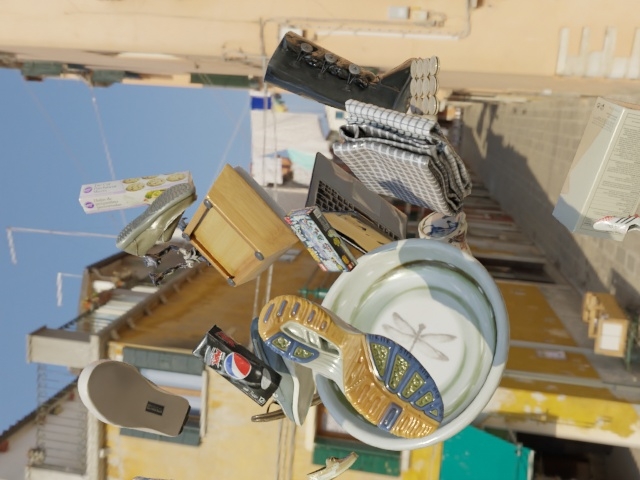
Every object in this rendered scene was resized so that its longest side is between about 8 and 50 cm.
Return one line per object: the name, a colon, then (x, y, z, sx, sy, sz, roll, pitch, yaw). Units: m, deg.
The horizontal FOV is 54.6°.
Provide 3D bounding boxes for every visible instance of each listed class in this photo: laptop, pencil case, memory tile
laptop: (0.175, -0.070, 1.724, 0.236, 0.382, 0.408, -35, 32, 38)
pencil case: (0.470, 0.085, 2.161, 0.160, 0.183, 0.410, -72, -35, -52)
memory tile: (0.209, -0.308, 1.243, 0.148, 0.012, 0.113, -133, 41, -74)

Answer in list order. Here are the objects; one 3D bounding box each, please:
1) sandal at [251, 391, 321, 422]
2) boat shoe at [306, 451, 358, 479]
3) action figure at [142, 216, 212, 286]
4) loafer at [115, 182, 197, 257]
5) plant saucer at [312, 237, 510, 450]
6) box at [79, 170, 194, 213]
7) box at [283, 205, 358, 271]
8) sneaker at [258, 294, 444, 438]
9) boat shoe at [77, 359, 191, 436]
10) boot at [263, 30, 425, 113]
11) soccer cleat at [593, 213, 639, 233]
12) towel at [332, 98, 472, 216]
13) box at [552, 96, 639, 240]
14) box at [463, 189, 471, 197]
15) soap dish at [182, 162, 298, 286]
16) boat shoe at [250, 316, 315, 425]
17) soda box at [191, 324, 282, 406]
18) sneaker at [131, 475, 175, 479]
sandal: (-0.081, 0.424, 1.625, 0.090, 0.219, 0.060, 104, 144, -67)
boat shoe: (0.027, 0.540, 1.476, 0.045, 0.135, 0.050, 56, 174, 10)
action figure: (-0.349, 0.018, 1.706, 0.141, 0.275, 0.164, 45, 154, 51)
loafer: (-0.400, -0.049, 1.565, 0.087, 0.251, 0.094, 47, -168, -31)
plant saucer: (0.172, 0.197, 1.187, 0.100, 0.400, 0.401, 36, -124, -50)
box: (-0.533, -0.141, 1.813, 0.063, 0.323, 0.067, 82, -179, -47)
box: (0.000, 0.000, 1.141, 0.027, 0.094, 0.137, -45, -71, -24)
sneaker: (0.052, 0.172, 0.912, 0.112, 0.296, 0.131, -55, -11, -1)
boat shoe: (-0.441, 0.344, 1.351, 0.340, 0.158, 0.127, 54, -134, -50)
boot: (0.087, -0.537, 1.957, 0.367, 0.445, 0.146, -62, -9, -45)
soccer cleat: (0.544, -0.027, 1.132, 0.029, 0.083, 0.036, 71, -161, -45)
towel: (0.177, -0.163, 1.324, 0.121, 0.235, 0.283, -63, -33, -7)
box: (0.691, -0.167, 1.477, 0.121, 0.147, 0.311, -105, 27, -64)
box: (0.448, -0.195, 2.154, 0.136, 0.081, 0.028, 52, 170, 27)
soap dish: (-0.196, -0.021, 1.444, 0.118, 0.229, 0.291, -45, 3, -32)
boat shoe: (-0.078, 0.275, 1.319, 0.116, 0.099, 0.320, -64, -26, -44)
soda box: (-0.155, 0.235, 1.169, 0.053, 0.169, 0.060, -52, 1, 10)
sneaker: (-0.225, 0.424, 0.853, 0.071, 0.082, 0.191, 48, -145, -67)
